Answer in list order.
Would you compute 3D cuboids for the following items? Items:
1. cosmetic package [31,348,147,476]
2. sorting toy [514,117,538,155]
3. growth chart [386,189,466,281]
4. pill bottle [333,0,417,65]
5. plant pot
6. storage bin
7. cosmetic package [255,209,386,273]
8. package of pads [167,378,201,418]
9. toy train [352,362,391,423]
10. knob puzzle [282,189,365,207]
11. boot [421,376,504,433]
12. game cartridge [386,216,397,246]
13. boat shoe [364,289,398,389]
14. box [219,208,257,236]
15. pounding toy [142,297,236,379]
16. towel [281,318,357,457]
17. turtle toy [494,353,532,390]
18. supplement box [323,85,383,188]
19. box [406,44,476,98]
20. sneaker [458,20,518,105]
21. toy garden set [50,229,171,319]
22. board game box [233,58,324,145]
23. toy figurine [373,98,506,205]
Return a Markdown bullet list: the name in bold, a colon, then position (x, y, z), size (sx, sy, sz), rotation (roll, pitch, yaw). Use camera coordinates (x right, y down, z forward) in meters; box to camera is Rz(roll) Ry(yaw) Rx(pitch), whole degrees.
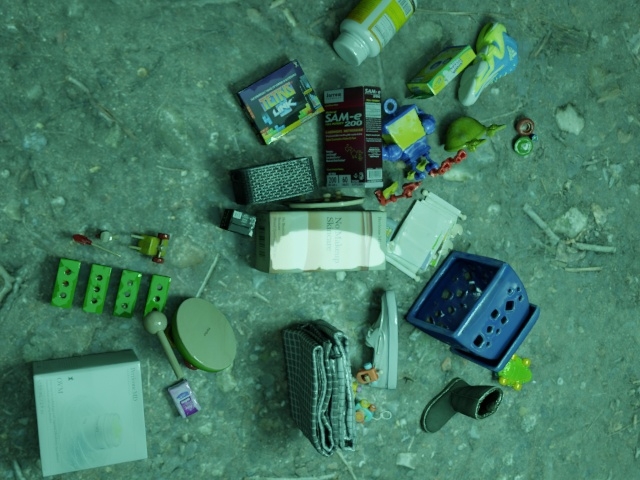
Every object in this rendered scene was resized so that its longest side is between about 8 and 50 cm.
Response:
- **cosmetic package**: position (-0.508, 0.374, 1.731), size (0.225, 0.138, 0.223), rotation (-6, 97, -21)
- **sorting toy**: position (0.554, -0.282, 2.129), size (0.061, 0.042, 0.101), rotation (5, 105, -6)
- **growth chart**: position (0.271, -0.010, 2.051), size (0.172, 0.021, 0.237), rotation (39, 81, -19)
- **pill bottle**: position (0.128, -0.528, 1.903), size (0.117, 0.117, 0.215), rotation (43, 80, -18)
- **plant pot**: position (0.403, 0.189, 2.010), size (0.212, 0.236, 0.236), rotation (42, 79, -24)
- **storage bin**: position (-0.109, -0.141, 1.844), size (0.180, 0.122, 0.084), rotation (-14, 99, -19)
- **cosmetic package**: position (0.000, 0.000, 1.893), size (0.296, 0.129, 0.153), rotation (-2, 94, -21)
- **package of pads**: position (-0.322, 0.374, 1.856), size (0.050, 0.032, 0.083), rotation (-26, 103, -14)
- **toy train**: position (0.112, 0.395, 1.980), size (0.125, 0.046, 0.166), rotation (-13, 105, 21)
- **knob puzzle**: position (0.018, -0.100, 1.856), size (0.213, 0.213, 0.029), rotation (-6, 97, -20)
- **boot**: position (0.365, 0.438, 2.023), size (0.076, 0.208, 0.189), rotation (39, 81, -18)
- **game cartridge**: position (0.156, -0.021, 2.002), size (0.056, 0.017, 0.083), rotation (24, 81, 1)
- **boat shoe**: position (0.154, 0.252, 1.990), size (0.084, 0.095, 0.258), rotation (1, 92, 5)
- **box**: position (-0.193, -0.042, 1.841), size (0.062, 0.083, 0.052), rotation (18, 87, -21)
- **pounding toy**: position (-0.310, 0.238, 1.797), size (0.237, 0.110, 0.182), rotation (-5, 65, -59)
- **towel**: position (-0.005, 0.341, 1.866), size (0.121, 0.235, 0.283), rotation (-6, 96, -14)
- **turtle toy**: position (0.532, 0.359, 2.155), size (0.130, 0.066, 0.095), rotation (24, 86, -21)
- **supplement box**: position (0.079, -0.246, 1.894), size (0.073, 0.130, 0.239), rotation (-7, 97, -48)
- **box**: position (0.295, -0.421, 1.980), size (0.179, 0.105, 0.043), rotation (-46, 114, -11)
- **sneaker**: position (0.451, -0.444, 2.045), size (0.126, 0.091, 0.240), rotation (24, 85, -21)
- **toy garden set**: position (-0.462, 0.066, 1.772), size (0.244, 0.049, 0.203), rotation (12, 92, -20)
- **board game box**: position (-0.097, -0.329, 1.873), size (0.170, 0.048, 0.141), rotation (-34, 106, -15)
- **toy figurine**: position (0.247, -0.273, 1.939), size (0.363, 0.191, 0.217), rotation (-37, 101, -15)
